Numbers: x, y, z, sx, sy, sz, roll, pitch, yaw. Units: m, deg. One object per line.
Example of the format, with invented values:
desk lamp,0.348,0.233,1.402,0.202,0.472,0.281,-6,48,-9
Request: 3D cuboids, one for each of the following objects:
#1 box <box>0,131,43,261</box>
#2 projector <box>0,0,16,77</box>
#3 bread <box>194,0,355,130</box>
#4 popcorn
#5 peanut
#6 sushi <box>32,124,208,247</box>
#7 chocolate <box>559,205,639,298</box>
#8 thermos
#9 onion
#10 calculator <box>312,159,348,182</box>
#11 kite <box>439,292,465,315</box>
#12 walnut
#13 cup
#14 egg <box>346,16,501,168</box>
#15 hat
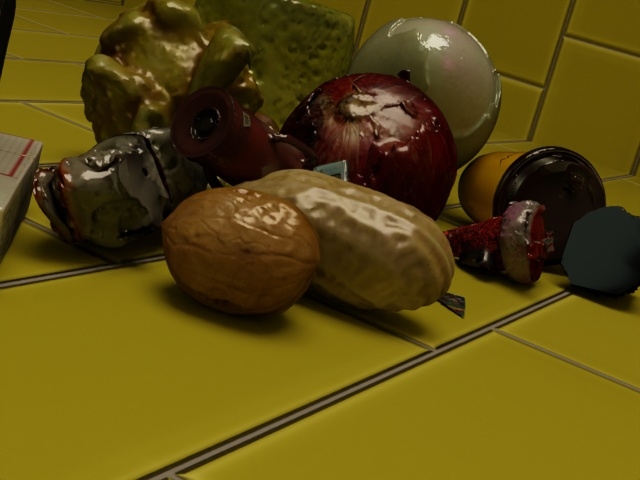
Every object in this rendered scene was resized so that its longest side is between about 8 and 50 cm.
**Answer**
box,-0.427,-0.058,1.188,0.210,0.095,0.330,13,13,-11
projector,-0.543,-0.254,1.431,0.249,0.249,0.248,12,-4,-12
bread,-0.114,-0.315,2.048,0.348,0.308,0.348,11,13,-3
popcorn,-0.212,-0.189,1.612,0.290,0.326,0.321,-8,-13,4
peanut,0.000,0.000,1.320,0.325,0.153,0.140,11,47,14
sushi,-0.228,-0.066,1.327,0.130,0.124,0.332,-12,10,12
chocolate,0.464,0.040,1.737,0.156,0.156,0.133,24,-15,32
thermos,-0.079,-0.104,1.403,0.124,0.099,0.232,-20,-30,26
onion,0.068,-0.112,1.632,0.276,0.276,0.276,14,14,-4
calculator,0.010,-0.033,1.460,0.057,0.172,0.018,-11,-37,18
kite,0.158,0.076,1.462,0.090,0.004,0.122,0,21,-46
walnut,-0.087,0.012,1.197,0.180,0.144,0.144,14,14,7
cup,0.343,-0.070,1.873,0.196,0.196,0.279,10,6,-18
egg,0.180,-0.255,1.954,0.278,0.278,0.336,15,-15,-2
hat,0.237,0.005,1.665,0.227,0.129,0.140,2,27,21
